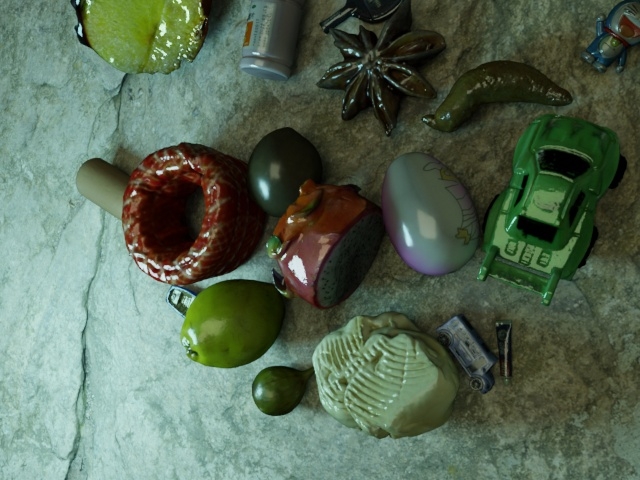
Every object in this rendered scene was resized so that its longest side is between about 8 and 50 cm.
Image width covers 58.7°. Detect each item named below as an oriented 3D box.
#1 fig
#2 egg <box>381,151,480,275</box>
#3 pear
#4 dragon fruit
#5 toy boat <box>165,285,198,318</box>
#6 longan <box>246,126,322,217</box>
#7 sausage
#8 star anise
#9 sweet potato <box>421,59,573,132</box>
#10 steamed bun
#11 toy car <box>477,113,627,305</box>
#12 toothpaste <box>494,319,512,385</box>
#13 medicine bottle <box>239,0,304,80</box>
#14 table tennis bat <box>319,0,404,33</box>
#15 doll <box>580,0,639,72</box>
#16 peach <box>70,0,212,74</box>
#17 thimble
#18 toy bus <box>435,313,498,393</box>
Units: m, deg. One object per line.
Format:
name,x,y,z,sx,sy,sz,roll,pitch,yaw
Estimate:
fig,-0.061,0.332,1.398,0.236,0.124,0.124,-36,74,-4
egg,0.230,-0.059,1.207,0.196,0.196,0.272,-14,72,24
pear,-0.207,0.198,1.378,0.212,0.269,0.213,36,141,37
dragon fruit,0.000,0.000,1.265,0.189,0.290,0.291,29,101,23
toy boat,-0.321,0.191,1.534,0.228,0.046,0.080,26,99,22
longan,-0.084,-0.162,1.354,0.197,0.198,0.213,6,67,25
sausage,-0.566,-0.130,1.612,0.252,0.123,0.123,28,101,22
star anise,0.131,-0.406,1.304,0.315,0.108,0.316,-1,87,28
sweet potato,0.357,-0.311,1.204,0.309,0.098,0.124,-11,107,22
steamed bun,0.158,0.298,1.232,0.289,0.203,0.276,-29,52,21
toy car,0.444,-0.067,1.115,0.213,0.176,0.359,23,98,22
toothpaste,0.394,0.240,1.219,0.037,0.021,0.140,-5,85,35
medicine bottle,-0.114,-0.533,1.402,0.133,0.133,0.250,15,96,24
table tennis bat,0.102,-0.574,1.364,0.236,0.027,0.150,-29,78,19
doll,0.585,-0.404,1.107,0.114,0.085,0.152,39,116,-4
peach,-0.451,-0.636,1.460,0.353,0.338,0.417,37,108,59
thimble,-0.320,-0.068,1.440,0.349,0.230,0.351,0,91,23
toy bus,0.322,0.242,1.220,0.076,0.073,0.167,-41,72,19
